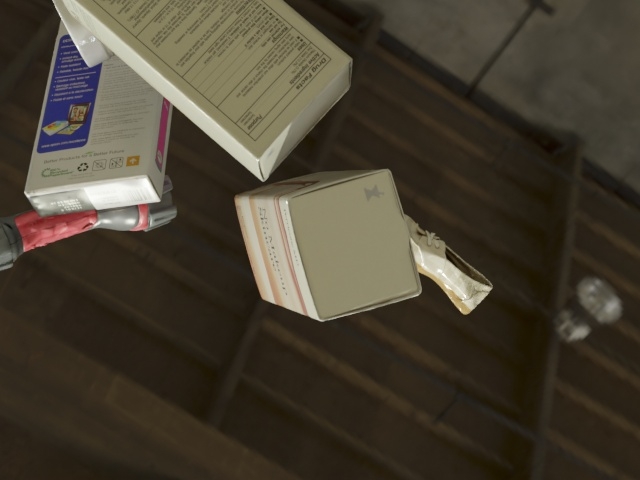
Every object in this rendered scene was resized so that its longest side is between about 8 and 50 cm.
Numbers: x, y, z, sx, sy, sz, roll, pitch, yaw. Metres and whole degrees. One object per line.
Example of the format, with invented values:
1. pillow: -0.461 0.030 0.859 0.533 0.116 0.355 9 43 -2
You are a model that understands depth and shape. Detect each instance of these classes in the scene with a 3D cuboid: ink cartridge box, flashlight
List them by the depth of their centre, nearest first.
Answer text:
1. ink cartridge box: -0.298 -0.201 1.830 0.176 0.069 0.371 -7 -127 11
2. flashlight: -0.359 -0.027 1.842 0.304 0.103 0.103 -20 -121 -25

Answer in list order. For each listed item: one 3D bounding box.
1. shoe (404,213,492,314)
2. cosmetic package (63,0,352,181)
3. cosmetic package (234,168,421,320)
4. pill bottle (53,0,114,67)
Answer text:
1. shoe: 0.174 0.024 1.909 0.219 0.058 0.076 44 -155 -32
2. cosmetic package: -0.130 -0.231 1.467 0.309 0.113 0.160 42 -98 7
3. cosmetic package: 0.000 0.000 1.559 0.129 0.296 0.153 -16 -85 -14
4. pill bottle: -0.215 -0.342 1.735 0.272 0.152 0.152 -27 -117 -3
